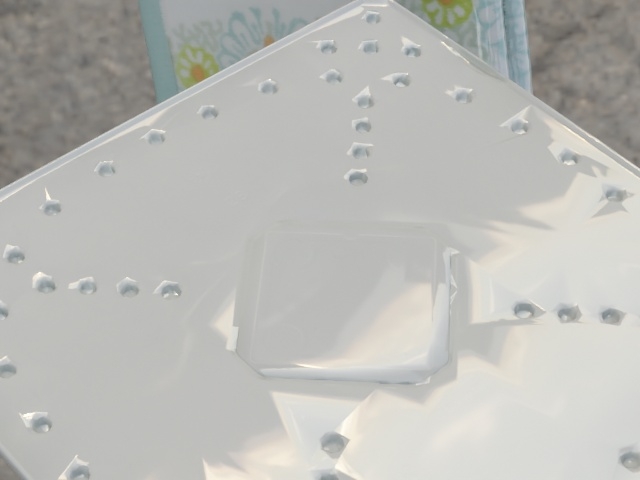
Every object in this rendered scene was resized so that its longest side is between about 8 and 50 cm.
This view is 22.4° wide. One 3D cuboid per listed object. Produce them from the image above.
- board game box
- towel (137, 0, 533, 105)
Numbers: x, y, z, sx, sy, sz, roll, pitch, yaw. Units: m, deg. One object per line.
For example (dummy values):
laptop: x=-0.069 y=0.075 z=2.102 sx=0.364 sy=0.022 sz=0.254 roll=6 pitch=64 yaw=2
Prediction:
board game box: x=0.014 y=0.048 z=0.881 sx=0.390 sy=0.390 sz=0.050 roll=-32 pitch=143 yaw=-26
towel: x=0.010 y=-0.158 z=1.251 sx=0.090 sy=0.320 sz=0.374 roll=-39 pitch=127 yaw=-51
